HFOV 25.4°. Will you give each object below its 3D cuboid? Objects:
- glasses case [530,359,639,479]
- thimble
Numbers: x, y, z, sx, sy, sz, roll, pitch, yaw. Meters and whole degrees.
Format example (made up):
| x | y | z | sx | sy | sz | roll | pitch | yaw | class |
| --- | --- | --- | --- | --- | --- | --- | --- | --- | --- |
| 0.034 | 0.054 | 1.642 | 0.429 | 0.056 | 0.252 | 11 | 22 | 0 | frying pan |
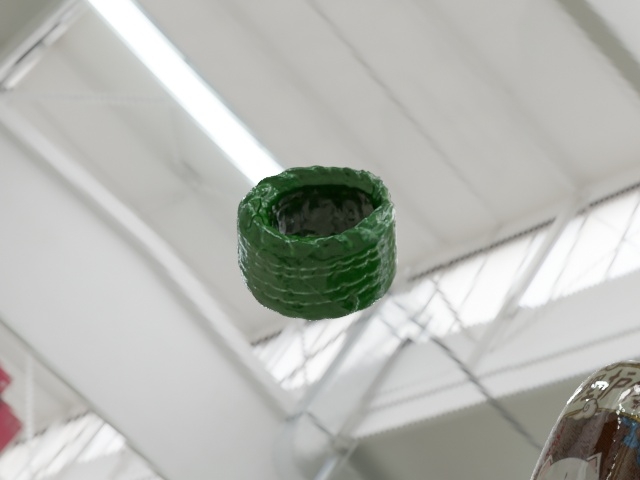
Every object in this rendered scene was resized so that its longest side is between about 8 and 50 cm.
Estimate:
| x | y | z | sx | sy | sz | roll | pitch | yaw | class |
| --- | --- | --- | --- | --- | --- | --- | --- | --- | --- |
| 0.196 | 0.242 | 1.085 | 0.082 | 0.321 | 0.122 | 27 | -20 | -13 | glasses case |
| 0.000 | 0.000 | 1.140 | 0.118 | 0.130 | 0.090 | 46 | -28 | 40 | thimble |
